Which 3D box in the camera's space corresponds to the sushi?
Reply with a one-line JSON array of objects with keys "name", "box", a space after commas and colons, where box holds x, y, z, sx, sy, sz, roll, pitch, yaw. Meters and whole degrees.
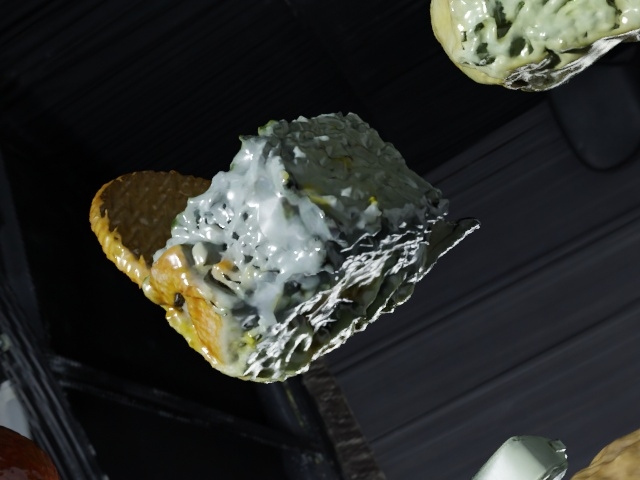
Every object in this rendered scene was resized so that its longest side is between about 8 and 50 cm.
[{"name": "sushi", "box": [0.000, 0.000, 0.627, 0.139, 0.184, 0.274, 44, -144, 18]}]

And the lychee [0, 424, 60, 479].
[{"name": "lychee", "box": [-0.398, 0.326, 0.873, 0.300, 0.255, 0.255, 59, -170, -15]}]

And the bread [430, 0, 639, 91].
[{"name": "bread", "box": [0.143, -0.177, 0.533, 0.130, 0.152, 0.268, 50, -166, -6]}]

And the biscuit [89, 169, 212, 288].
[{"name": "biscuit", "box": [-0.120, 0.001, 0.832, 0.253, 0.035, 0.254, 21, -154, -11]}]

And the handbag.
[{"name": "handbag", "box": [0.264, 0.388, 1.150, 0.079, 0.256, 0.219, 48, -163, 33]}]

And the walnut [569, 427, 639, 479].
[{"name": "walnut", "box": [0.350, 0.353, 0.769, 0.343, 0.306, 0.306, -21, -100, -51]}]
